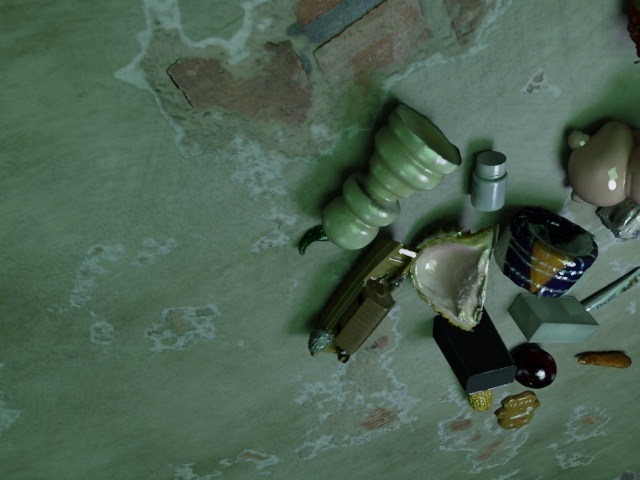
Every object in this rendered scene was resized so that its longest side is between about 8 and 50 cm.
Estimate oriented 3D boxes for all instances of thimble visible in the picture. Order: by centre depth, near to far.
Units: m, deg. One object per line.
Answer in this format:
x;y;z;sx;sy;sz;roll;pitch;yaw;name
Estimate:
0.580;0.028;1.282;0.238;0.237;0.150;4;131;-18;thimble

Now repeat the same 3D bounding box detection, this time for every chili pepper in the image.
-0.003;-0.005;1.215;0.118;0.035;0.055;-23;114;-2;chili pepper

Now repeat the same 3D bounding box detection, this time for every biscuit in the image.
0.788;0.690;2.001;0.184;0.035;0.248;-13;131;-4;biscuit

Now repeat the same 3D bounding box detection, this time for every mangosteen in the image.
0.733;0.430;1.718;0.153;0.152;0.152;-8;130;-9;mangosteen

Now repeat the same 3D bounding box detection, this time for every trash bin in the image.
0.455;0.322;1.483;0.166;0.225;0.114;-12;129;-6;trash bin

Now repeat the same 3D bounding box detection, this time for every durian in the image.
0.327;0.070;1.301;0.196;0.185;0.304;5;125;4;durian

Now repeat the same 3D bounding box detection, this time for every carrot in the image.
1.056;0.445;1.862;0.248;0.059;0.059;6;126;-17;carrot

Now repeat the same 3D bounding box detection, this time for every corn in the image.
0.550;0.520;1.758;0.101;0.101;0.291;-21;132;2;corn

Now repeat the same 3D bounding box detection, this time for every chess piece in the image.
0.130;-0.112;1.094;0.182;0.182;0.330;23;125;-30;chess piece

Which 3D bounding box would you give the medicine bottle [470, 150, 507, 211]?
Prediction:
0.401;-0.141;1.187;0.081;0.080;0.130;-13;130;-5;medicine bottle

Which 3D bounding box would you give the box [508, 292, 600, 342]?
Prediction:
0.723;0.243;1.556;0.225;0.129;0.086;5;126;-19;box

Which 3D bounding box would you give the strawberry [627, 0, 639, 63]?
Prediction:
0.739;-0.492;0.960;0.281;0.150;0.253;-17;151;-4;strawberry

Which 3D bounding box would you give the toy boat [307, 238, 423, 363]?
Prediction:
0.108;0.166;1.302;0.136;0.162;0.445;17;122;-24;toy boat

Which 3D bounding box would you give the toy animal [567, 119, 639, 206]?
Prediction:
0.721;-0.160;1.168;0.230;0.221;0.209;-19;127;-1;toy animal

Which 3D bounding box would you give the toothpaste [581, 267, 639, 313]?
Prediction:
0.934;0.176;1.625;0.256;0.037;0.067;-36;129;9;toothpaste

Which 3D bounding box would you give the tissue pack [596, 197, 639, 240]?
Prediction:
0.957;-0.105;1.335;0.344;0.125;0.242;6;133;-18;tissue pack
